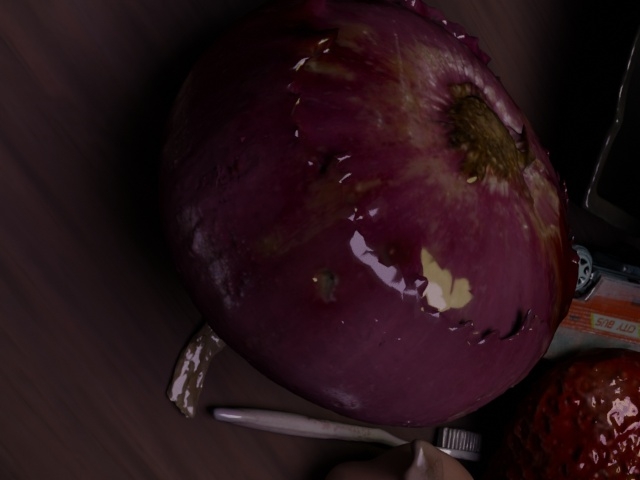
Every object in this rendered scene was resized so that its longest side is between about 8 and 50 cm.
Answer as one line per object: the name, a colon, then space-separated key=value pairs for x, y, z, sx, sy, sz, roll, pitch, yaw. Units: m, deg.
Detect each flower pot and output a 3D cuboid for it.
flower pot: x=0.390 y=-0.088 z=1.475 sx=0.379 sy=0.379 sz=0.251 roll=24 pitch=99 yaw=-34

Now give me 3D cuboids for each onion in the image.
onion: x=0.023 y=-0.029 z=1.263 sx=0.358 sy=0.345 sz=0.358 roll=5 pitch=84 yaw=-48

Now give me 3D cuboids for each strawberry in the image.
strawberry: x=0.282 y=0.241 z=1.500 sx=0.261 sy=0.261 sz=0.258 roll=1 pitch=71 yaw=-34

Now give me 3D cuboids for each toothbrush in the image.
toothbrush: x=0.031 y=0.170 z=1.442 sx=0.307 sy=0.025 sz=0.029 roll=13 pitch=82 yaw=-35

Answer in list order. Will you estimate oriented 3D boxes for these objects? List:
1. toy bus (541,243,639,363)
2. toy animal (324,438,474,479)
toy bus: x=0.255 y=0.062 z=1.524 sx=0.265 sy=0.121 sz=0.120 roll=12 pitch=100 yaw=-35
toy animal: x=0.041 y=0.289 z=1.402 sx=0.248 sy=0.149 sz=0.165 roll=-54 pitch=136 yaw=-1
